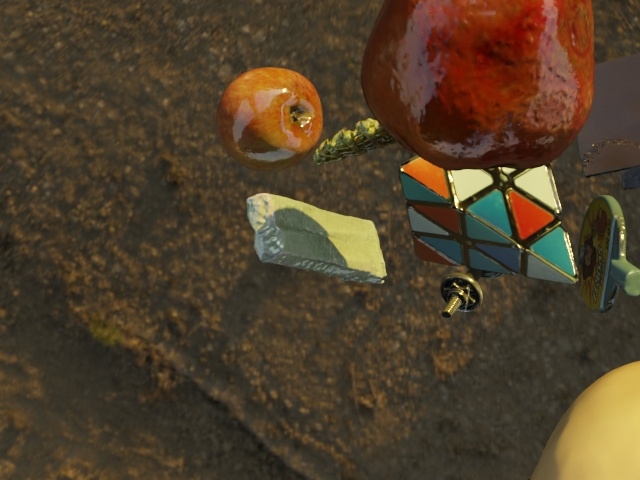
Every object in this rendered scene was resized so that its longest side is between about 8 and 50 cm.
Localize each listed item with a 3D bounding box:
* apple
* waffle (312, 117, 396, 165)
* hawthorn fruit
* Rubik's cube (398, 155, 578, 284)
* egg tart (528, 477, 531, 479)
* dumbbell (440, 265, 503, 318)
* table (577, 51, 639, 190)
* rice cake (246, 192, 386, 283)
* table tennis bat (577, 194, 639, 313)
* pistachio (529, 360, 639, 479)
[{"bbox_3d":[-0.088,-0.216,1.742,0.174,0.188,0.188,5,131,52],"label":"apple"},{"bbox_3d":[0.084,-0.151,1.363,0.169,0.183,0.036,-25,87,57],"label":"waffle"},{"bbox_3d":[0.153,-0.189,0.897,0.224,0.224,0.261,9,131,0],"label":"hawthorn fruit"},{"bbox_3d":[0.243,0.005,1.330,0.234,0.284,0.250,42,134,24],"label":"Rubik's cube"},{"bbox_3d":[0.340,0.277,1.074,0.215,0.171,0.215,19,137,18],"label":"egg tart"},{"bbox_3d":[0.273,0.062,1.755,0.110,0.254,0.110,17,128,23],"label":"dumbbell"},{"bbox_3d":[0.589,-0.209,1.604,0.282,0.250,0.196,-12,81,32],"label":"table"},{"bbox_3d":[0.000,0.000,1.184,0.040,0.085,0.226,-23,157,34],"label":"rice cake"},{"bbox_3d":[0.239,0.016,0.813,0.019,0.155,0.100,5,104,-1],"label":"table tennis bat"},{"bbox_3d":[0.189,0.175,0.396,0.230,0.309,0.230,0,106,1],"label":"pistachio"}]
